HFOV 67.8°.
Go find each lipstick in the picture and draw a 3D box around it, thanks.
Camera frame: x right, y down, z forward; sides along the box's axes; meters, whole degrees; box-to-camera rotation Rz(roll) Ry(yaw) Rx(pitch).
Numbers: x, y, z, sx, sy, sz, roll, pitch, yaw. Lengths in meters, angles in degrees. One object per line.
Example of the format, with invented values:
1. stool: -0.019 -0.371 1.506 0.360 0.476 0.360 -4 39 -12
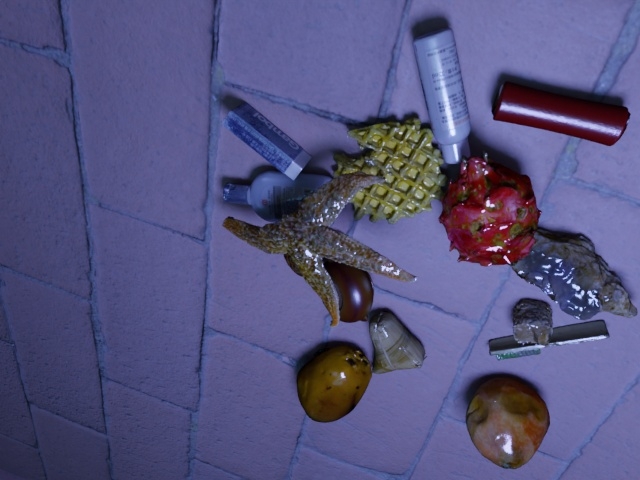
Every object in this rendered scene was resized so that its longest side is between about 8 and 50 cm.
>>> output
1. lipstick: 0.465 -0.249 0.934 0.241 0.080 0.080 17 123 9

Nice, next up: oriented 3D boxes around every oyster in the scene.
1. oyster: 0.556 0.079 1.075 0.341 0.110 0.166 44 118 6

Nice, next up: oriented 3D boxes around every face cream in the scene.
1. face cream: 0.257 -0.287 0.980 0.082 0.082 0.268 -8 116 23
2. face cream: -0.105 -0.107 1.212 0.292 0.071 0.143 5 118 15

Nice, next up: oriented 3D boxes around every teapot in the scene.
1. teapot: 0.074 0.104 1.257 0.178 0.135 0.251 -2 103 52

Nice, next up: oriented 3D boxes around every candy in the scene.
1. candy: 0.517 0.201 1.164 0.096 0.110 0.085 6 131 28

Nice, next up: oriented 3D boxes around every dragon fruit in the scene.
1. dragon fruit: 0.353 -0.070 1.009 0.205 0.210 0.268 6 129 48

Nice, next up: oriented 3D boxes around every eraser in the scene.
1. eraser: -0.123 -0.238 1.132 0.213 0.091 0.046 38 123 -7

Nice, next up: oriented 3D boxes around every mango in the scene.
1. mango: 0.037 0.430 1.435 0.201 0.152 0.287 28 126 -5

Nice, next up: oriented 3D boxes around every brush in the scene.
1. brush: 0.574 0.259 1.212 0.283 0.054 0.048 -19 121 27

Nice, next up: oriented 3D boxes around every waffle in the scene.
1. waffle: 0.157 -0.153 1.109 0.262 0.056 0.249 -10 116 21

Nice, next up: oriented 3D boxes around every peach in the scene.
1. peach: 0.494 0.497 1.273 0.214 0.235 0.214 15 129 20

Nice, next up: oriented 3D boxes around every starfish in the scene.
1. starfish: -0.003 0.002 1.107 0.398 0.132 0.383 -38 93 24

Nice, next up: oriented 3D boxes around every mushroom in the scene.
1. mushroom: -0.051 0.040 1.273 0.109 0.085 0.126 -31 91 29

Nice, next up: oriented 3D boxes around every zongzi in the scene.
1. zongzi: 0.173 0.301 1.351 0.197 0.099 0.194 -29 107 37
